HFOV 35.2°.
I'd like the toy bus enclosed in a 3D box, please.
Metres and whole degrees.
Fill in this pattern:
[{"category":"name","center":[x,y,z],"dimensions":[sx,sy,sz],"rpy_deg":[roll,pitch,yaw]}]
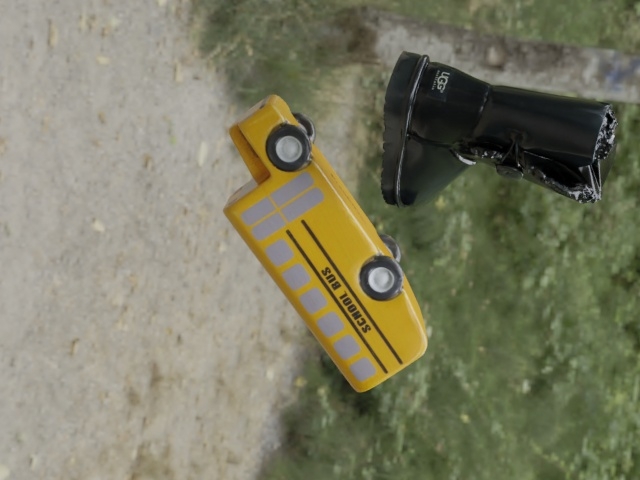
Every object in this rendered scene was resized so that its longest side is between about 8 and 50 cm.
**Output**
[{"category":"toy bus","center":[0.000,0.000,1.154],"dimensions":[0.333,0.130,0.108],"rpy_deg":[54,11,-11]}]

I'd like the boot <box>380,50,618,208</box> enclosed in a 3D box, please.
[{"category":"boot","center":[0.167,-0.075,0.963],"dimensions":[0.246,0.207,0.094],"rpy_deg":[80,31,-66]}]
